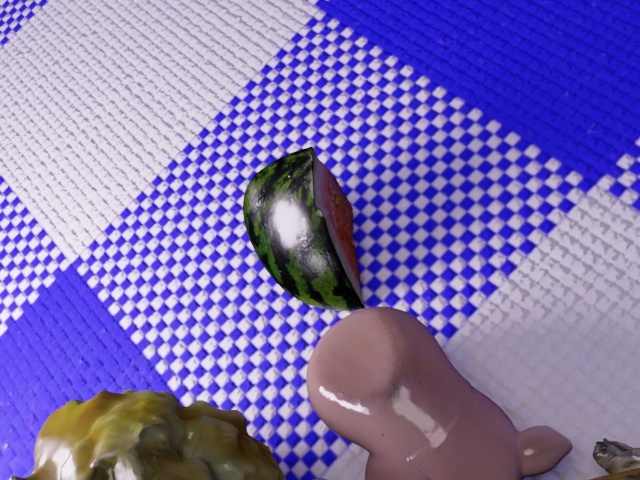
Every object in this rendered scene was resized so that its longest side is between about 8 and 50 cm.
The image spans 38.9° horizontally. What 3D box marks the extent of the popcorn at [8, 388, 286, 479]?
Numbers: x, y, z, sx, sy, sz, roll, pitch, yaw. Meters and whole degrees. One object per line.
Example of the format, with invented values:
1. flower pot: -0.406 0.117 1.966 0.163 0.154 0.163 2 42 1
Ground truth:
1. popcorn: -0.159 0.285 0.856 0.279 0.274 0.335 -37 23 -18

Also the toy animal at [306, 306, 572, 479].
1. toy animal: 0.091 0.167 0.870 0.166 0.154 0.250 -41 55 -10

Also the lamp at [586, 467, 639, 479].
1. lamp: 0.239 0.273 0.734 0.185 0.161 0.161 -20 56 18

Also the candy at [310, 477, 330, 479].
1. candy: 0.055 0.303 0.826 0.071 0.138 0.174 -38 48 -28

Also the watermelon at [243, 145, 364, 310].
1. watermelon: -0.017 0.005 1.044 0.137 0.193 0.145 8 59 -20

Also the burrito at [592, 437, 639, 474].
1. burrito: 0.350 0.200 0.779 0.229 0.063 0.058 4 37 30
